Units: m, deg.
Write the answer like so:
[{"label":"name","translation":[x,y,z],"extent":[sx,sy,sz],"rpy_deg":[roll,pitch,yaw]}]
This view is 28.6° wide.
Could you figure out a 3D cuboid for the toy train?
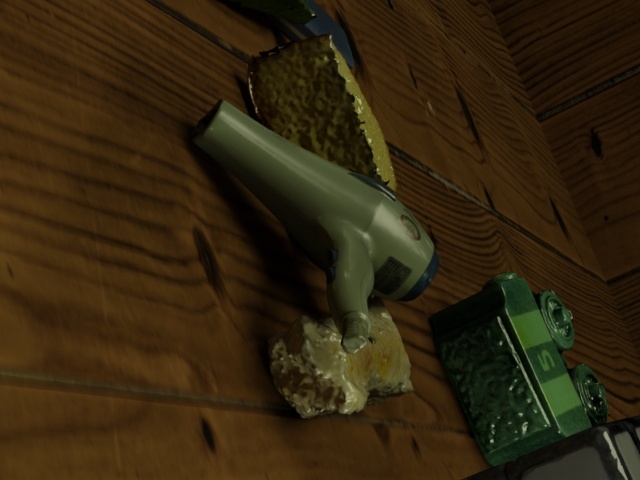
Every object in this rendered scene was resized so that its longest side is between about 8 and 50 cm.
[{"label":"toy train","translation":[0.284,0.195,1.783],"extent":[0.238,0.166,0.299],"rpy_deg":[-4,67,-58]}]

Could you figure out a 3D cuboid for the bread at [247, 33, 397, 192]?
[{"label":"bread","translation":[0.011,-0.111,1.503],"extent":[0.260,0.129,0.134],"rpy_deg":[70,13,15]}]

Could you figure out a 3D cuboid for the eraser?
[{"label":"eraser","translation":[-0.023,-0.315,1.796],"extent":[0.225,0.036,0.082],"rpy_deg":[32,37,-56]}]

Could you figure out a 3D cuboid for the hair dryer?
[{"label":"hair dryer","translation":[-0.022,-0.029,1.276],"extent":[0.296,0.119,0.298],"rpy_deg":[42,19,5]}]

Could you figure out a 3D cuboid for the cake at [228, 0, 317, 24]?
[{"label":"cake","translation":[-0.089,-0.345,1.630],"extent":[0.100,0.099,0.235],"rpy_deg":[69,10,17]}]

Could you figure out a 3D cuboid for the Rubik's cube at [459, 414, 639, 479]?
[{"label":"Rubik's cube","translation":[0.228,0.359,1.213],"extent":[0.301,0.305,0.304],"rpy_deg":[10,55,-65]}]

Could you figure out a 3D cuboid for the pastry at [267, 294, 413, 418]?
[{"label":"pastry","translation":[0.025,0.128,1.289],"extent":[0.121,0.089,0.258],"rpy_deg":[53,19,10]}]
